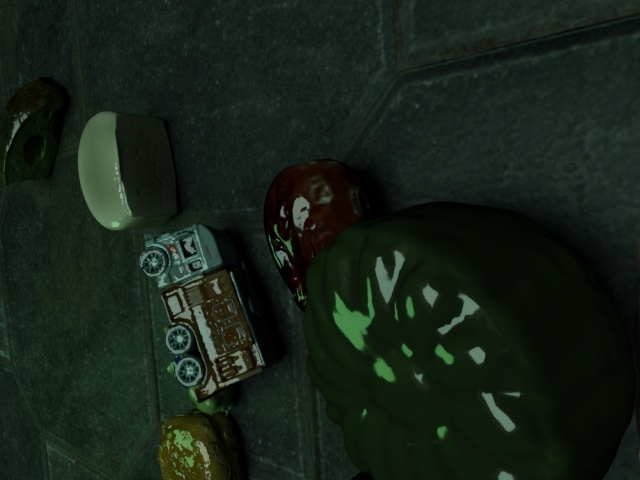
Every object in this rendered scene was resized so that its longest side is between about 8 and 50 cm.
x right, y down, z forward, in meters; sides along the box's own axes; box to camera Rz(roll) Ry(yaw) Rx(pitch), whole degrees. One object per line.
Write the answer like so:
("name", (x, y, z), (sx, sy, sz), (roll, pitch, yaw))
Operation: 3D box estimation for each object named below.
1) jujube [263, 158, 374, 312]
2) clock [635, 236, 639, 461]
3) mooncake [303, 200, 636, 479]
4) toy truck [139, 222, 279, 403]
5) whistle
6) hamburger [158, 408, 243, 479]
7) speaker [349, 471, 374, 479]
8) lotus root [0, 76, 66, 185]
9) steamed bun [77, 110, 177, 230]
("jujube", (0.000, 0.000, 0.711), (0.168, 0.168, 0.236), (3, 101, 38))
("clock", (0.412, 0.101, 0.417), (0.241, 0.142, 0.227), (-1, 98, 29))
("mooncake", (0.129, 0.134, 0.533), (0.356, 0.194, 0.356), (39, 139, 44))
("toy truck", (-0.196, 0.117, 0.881), (0.162, 0.136, 0.305), (-23, 80, 7))
("whistle", (-0.251, 0.262, 0.977), (0.085, 0.105, 0.227), (-42, 68, -4))
("hamburger", (-0.245, 0.455, 0.999), (0.214, 0.108, 0.213), (1, 92, 40))
("speaker", (0.076, 0.444, 0.656), (0.153, 0.231, 0.192), (13, 105, 37))
("lotus root", (-0.818, -0.297, 1.330), (0.210, 0.142, 0.314), (34, 114, 32))
("steamed bun", (-0.412, -0.141, 1.021), (0.164, 0.146, 0.241), (-8, 90, 34))
